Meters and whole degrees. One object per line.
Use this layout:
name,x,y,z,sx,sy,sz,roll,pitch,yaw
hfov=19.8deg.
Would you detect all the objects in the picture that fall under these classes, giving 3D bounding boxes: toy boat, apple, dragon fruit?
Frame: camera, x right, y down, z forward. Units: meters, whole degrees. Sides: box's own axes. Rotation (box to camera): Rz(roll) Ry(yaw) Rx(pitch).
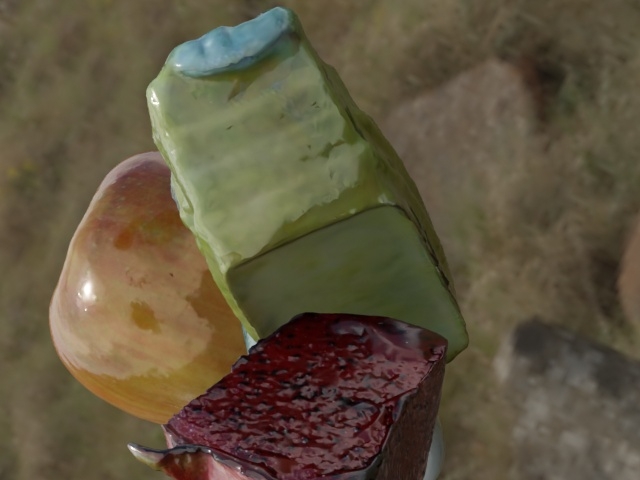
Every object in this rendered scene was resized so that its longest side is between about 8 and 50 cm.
toy boat,0.002,0.004,0.913,0.111,0.276,0.084,-25,54,1
apple,-0.109,0.047,1.647,0.242,0.241,0.242,23,-90,-89
dragon fruit,-0.005,0.102,0.794,0.147,0.102,0.096,-40,-37,-51

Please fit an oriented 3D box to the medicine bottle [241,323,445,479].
medicine bottle,-0.003,0.040,1.263,0.110,0.110,0.352,-57,27,25
